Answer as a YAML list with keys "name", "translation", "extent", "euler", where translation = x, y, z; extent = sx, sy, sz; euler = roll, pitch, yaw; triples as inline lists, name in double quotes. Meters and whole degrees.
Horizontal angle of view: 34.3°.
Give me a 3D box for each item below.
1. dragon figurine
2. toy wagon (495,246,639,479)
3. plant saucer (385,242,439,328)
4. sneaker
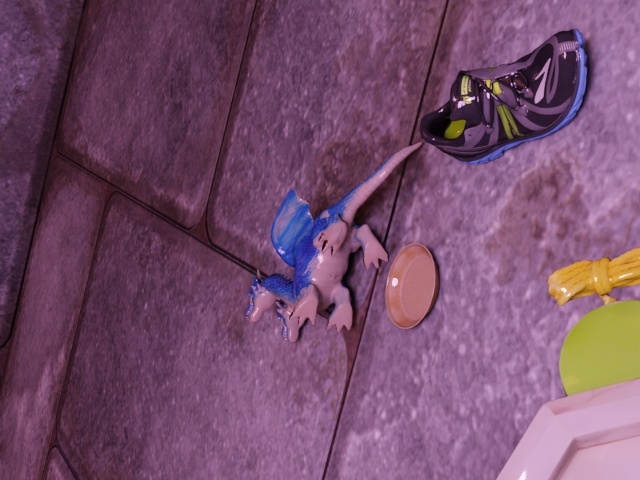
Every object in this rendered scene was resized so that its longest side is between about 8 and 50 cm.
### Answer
- name: "dragon figurine"
  translation: [0.000, 0.000, 1.105]
  extent: [0.144, 0.085, 0.289]
  euler: [52, 126, 54]
- name: "toy wagon"
  translation: [0.201, 0.163, 0.552]
  extent: [0.267, 0.068, 0.344]
  euler: [-16, 55, 10]
- name: "plant saucer"
  translation: [0.091, 0.045, 0.997]
  extent: [0.083, 0.015, 0.083]
  euler: [-32, 53, 54]
- name: "sneaker"
  translation: [0.153, -0.117, 0.877]
  extent: [0.188, 0.078, 0.067]
  euler: [-32, 53, 53]
